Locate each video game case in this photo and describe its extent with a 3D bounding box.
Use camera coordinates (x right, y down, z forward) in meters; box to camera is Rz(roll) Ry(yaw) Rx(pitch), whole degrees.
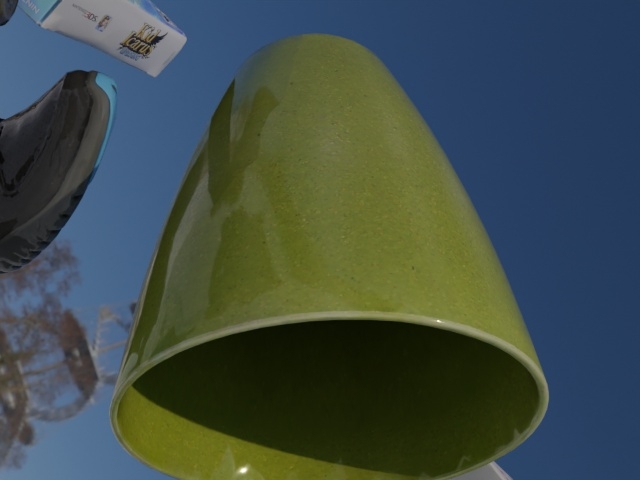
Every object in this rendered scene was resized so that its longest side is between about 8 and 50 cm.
[{"bbox_3d":[-0.268,-0.277,0.776,0.269,0.244,0.061,44,-81,6],"label":"video game case"}]

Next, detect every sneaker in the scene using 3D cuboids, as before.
[{"bbox_3d":[-0.309,-0.034,0.729,0.341,0.139,0.125,-40,-151,19],"label":"sneaker"}]

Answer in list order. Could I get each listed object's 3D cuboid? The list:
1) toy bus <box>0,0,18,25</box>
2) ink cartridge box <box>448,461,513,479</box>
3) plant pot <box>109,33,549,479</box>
[{"bbox_3d":[-0.226,-0.201,0.479,0.211,0.149,0.221,-157,-104,-79],"label":"toy bus"},{"bbox_3d":[0.175,0.284,0.699,0.212,0.093,0.154,44,4,-44],"label":"ink cartridge box"},{"bbox_3d":[0.000,0.000,0.625,0.275,0.274,0.294,123,-28,-48],"label":"plant pot"}]
